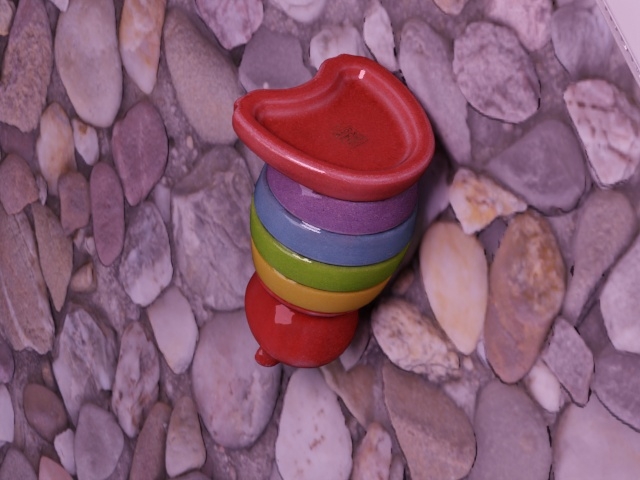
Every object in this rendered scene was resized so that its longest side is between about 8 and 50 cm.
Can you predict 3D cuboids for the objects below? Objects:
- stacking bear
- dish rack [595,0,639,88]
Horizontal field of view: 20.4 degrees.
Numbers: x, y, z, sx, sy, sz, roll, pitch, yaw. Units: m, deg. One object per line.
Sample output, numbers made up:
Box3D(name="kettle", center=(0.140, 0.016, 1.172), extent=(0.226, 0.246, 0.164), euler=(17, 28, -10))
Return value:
Box3D(name="stacking bear", center=(0.000, 0.000, 1.667), extent=(0.164, 0.175, 0.289), euler=(41, 138, 27))
Box3D(name="dish rack", center=(0.309, -0.179, 1.263), extent=(0.285, 0.072, 0.333), euler=(-43, 65, 47))
